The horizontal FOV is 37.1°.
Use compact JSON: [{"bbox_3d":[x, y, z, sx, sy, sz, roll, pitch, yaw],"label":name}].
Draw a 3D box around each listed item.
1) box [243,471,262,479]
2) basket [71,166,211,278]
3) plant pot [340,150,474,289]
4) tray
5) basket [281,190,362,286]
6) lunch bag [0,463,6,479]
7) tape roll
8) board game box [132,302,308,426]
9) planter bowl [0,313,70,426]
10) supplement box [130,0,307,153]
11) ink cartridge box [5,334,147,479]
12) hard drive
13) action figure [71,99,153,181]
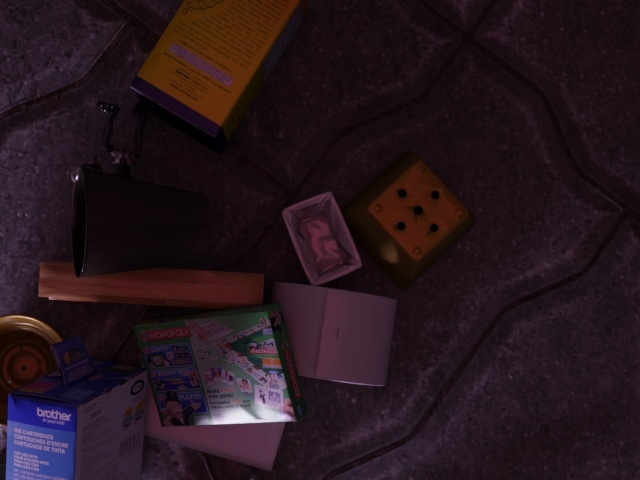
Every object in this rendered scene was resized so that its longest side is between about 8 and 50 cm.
[{"bbox_3d":[-0.137,0.525,1.873,0.087,0.101,0.102,40,83,1],"label":"box"},{"bbox_3d":[-0.325,-0.030,1.730,0.227,0.154,0.204,2,69,-24],"label":"basket"},{"bbox_3d":[0.180,-0.050,1.893,0.212,0.187,0.212,-42,88,-5],"label":"plant pot"},{"bbox_3d":[-0.314,0.092,1.848,0.411,0.203,0.076,3,85,-2],"label":"tray"},{"bbox_3d":[0.000,0.000,1.921,0.113,0.103,0.167,-22,87,-5],"label":"basket"},{"bbox_3d":[-0.617,0.567,1.785,0.160,0.223,0.262,9,87,4],"label":"lunch bag"},{"bbox_3d":[0.017,0.179,1.838,0.246,0.246,0.169,9,84,-2],"label":"tape roll"},{"bbox_3d":[-0.191,0.237,1.774,0.317,0.046,0.213,-8,100,31],"label":"board game box"},{"bbox_3d":[-0.593,0.253,1.878,0.217,0.090,0.217,0,85,-3],"label":"planter bowl"},{"bbox_3d":[-0.193,-0.383,1.898,0.195,0.194,0.356,31,84,0],"label":"supplement box"},{"bbox_3d":[-0.439,0.380,1.738,0.151,0.270,0.395,8,98,14],"label":"ink cartridge box"},{"bbox_3d":[-0.218,0.322,1.917,0.307,0.040,0.203,17,85,-2],"label":"hard drive"},{"bbox_3d":[-0.396,-0.129,1.852,0.164,0.141,0.276,11,115,5],"label":"action figure"}]
